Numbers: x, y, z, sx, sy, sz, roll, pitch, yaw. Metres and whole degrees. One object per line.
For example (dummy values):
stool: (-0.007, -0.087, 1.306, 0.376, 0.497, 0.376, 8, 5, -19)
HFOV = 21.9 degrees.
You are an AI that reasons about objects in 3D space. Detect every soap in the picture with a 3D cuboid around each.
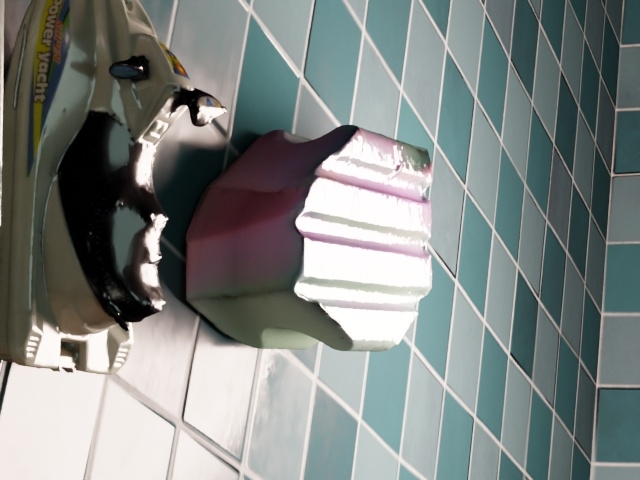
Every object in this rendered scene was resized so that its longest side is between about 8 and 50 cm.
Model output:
soap: (0.000, 0.000, 1.420, 0.324, 0.109, 0.193, 8, 81, -68)

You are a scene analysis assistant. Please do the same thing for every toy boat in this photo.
toy boat: (-0.140, -0.047, 1.054, 0.141, 0.141, 0.269, 18, 86, -67)

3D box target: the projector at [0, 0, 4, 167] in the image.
projector: (-0.253, -0.130, 0.810, 0.198, 0.108, 0.250, 5, 85, -68)
